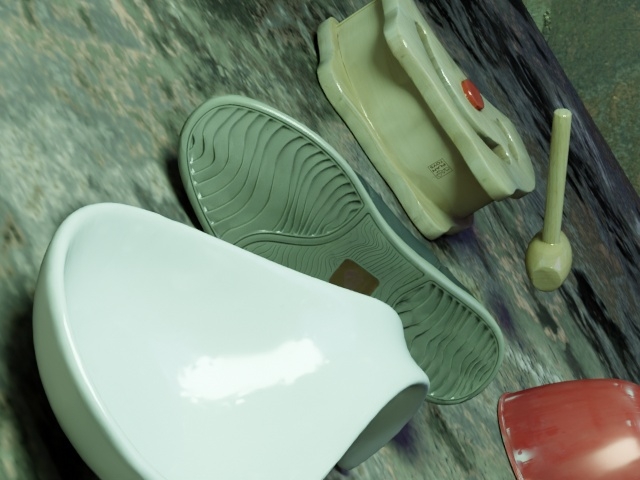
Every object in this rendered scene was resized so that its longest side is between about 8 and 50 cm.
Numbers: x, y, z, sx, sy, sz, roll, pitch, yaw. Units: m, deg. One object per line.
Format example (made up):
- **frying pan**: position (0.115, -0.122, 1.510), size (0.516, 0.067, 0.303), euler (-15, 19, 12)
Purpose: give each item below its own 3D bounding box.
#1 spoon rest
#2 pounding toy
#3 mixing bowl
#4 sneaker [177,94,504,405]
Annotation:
- **spoon rest**: position (-0.023, 0.055, 0.588), size (0.137, 0.084, 0.276), euler (64, 18, 18)
- **pounding toy**: position (0.129, -0.097, 1.128), size (0.269, 0.155, 0.154), euler (55, 22, -12)
- **mixing bowl**: position (0.219, 0.170, 1.025), size (0.181, 0.098, 0.181), euler (51, 18, -24)
- **sneaker**: position (0.000, 0.000, 0.785), size (0.222, 0.083, 0.118), euler (44, 2, -19)
